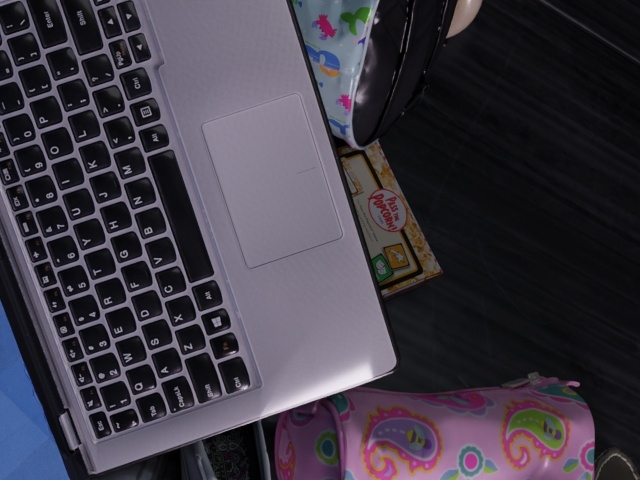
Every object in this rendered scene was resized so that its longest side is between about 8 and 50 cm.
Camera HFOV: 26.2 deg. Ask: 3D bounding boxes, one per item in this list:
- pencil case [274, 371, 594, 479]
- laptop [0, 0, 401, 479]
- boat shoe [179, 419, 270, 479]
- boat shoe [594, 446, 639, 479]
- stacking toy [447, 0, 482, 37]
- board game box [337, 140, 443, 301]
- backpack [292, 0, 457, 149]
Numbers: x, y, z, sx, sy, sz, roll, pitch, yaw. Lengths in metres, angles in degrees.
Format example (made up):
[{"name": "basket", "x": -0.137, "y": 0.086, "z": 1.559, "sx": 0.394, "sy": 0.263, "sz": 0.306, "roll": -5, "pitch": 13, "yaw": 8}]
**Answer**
[{"name": "pencil case", "x": 0.105, "y": 0.176, "z": 1.176, "sx": 0.284, "sy": 0.124, "sz": 0.124, "roll": 1, "pitch": 69, "yaw": -30}, {"name": "laptop", "x": -0.166, "y": 0.007, "z": 0.909, "sx": 0.407, "sy": 0.236, "sz": 0.382, "roll": -18, "pitch": 104, "yaw": -5}, {"name": "boat shoe", "x": -0.081, "y": 0.129, "z": 1.112, "sx": 0.079, "sy": 0.081, "sz": 0.228, "roll": -3, "pitch": 72, "yaw": -32}, {"name": "boat shoe", "x": 0.255, "y": 0.292, "z": 1.200, "sx": 0.109, "sy": 0.091, "sz": 0.305, "roll": 37, "pitch": 38, "yaw": -12}, {"name": "stacking toy", "x": 0.169, "y": -0.347, "z": 1.442, "sx": 0.141, "sy": 0.141, "sz": 0.330, "roll": 46, "pitch": 50, "yaw": -6}, {"name": "board game box", "x": 0.000, "y": 0.000, "z": 1.238, "sx": 0.193, "sy": 0.045, "sz": 0.147, "roll": -20, "pitch": 80, "yaw": -35}, {"name": "backpack", "x": 0.032, "y": -0.219, "z": 1.230, "sx": 0.191, "sy": 0.254, "sz": 0.225, "roll": 21, "pitch": 45, "yaw": 19}]
